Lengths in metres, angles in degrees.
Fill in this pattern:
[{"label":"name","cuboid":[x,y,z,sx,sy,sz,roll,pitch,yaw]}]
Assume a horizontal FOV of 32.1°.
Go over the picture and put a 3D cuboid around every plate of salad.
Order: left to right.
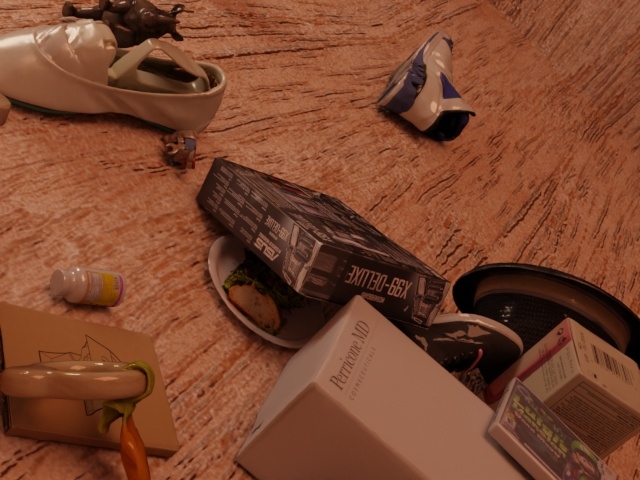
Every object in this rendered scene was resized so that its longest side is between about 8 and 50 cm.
[{"label":"plate of salad","cuboid":[-0.067,0.063,1.534,0.200,0.048,0.200,31,31,-21]}]

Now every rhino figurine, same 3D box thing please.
[{"label":"rhino figurine","cuboid":[-0.278,-0.323,1.639,0.106,0.073,0.243,3,4,-43]}]

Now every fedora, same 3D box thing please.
[{"label":"fedora","cuboid":[0.350,0.176,1.754,0.334,0.334,0.152,33,61,-20]}]

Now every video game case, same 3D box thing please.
[{"label":"video game case","cuboid":[0.301,0.273,1.420,0.190,0.022,0.173,44,21,4]}]

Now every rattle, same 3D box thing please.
[{"label":"rattle","cuboid":[-0.270,0.178,1.103,0.200,0.142,0.130,0,17,-32]}]

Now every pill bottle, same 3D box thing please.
[{"label":"pill bottle","cuboid":[-0.271,0.053,1.293,0.083,0.043,0.043,11,42,-44]}]

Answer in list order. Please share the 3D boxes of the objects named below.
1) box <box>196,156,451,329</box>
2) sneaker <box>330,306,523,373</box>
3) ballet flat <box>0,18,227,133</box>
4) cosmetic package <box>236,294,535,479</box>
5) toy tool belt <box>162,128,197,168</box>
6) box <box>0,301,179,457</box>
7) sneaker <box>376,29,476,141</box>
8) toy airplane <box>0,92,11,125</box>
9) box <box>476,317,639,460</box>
[{"label":"box","cuboid":[0.000,0.000,1.553,0.242,0.076,0.307,17,15,-40]},{"label":"sneaker","cuboid":[0.161,0.181,1.578,0.296,0.104,0.147,9,45,-18]},{"label":"ballet flat","cuboid":[-0.294,-0.245,1.567,0.400,0.139,0.139,8,45,-46]},{"label":"cosmetic package","cuboid":[0.142,0.305,1.363,0.453,0.161,0.230,40,28,-5]},{"label":"toy tool belt","cuboid":[-0.207,-0.131,1.622,0.051,0.052,0.083,3,36,-7]},{"label":"box","cuboid":[-0.256,0.152,1.206,0.201,0.021,0.164,17,38,-38]},{"label":"sneaker","cuboid":[0.238,-0.304,2.344,0.182,0.127,0.315,43,35,-9]},{"label":"toy airplane","cuboid":[-0.535,-0.252,1.192,0.384,0.272,0.386,39,-9,-30]},{"label":"box","cuboid":[0.337,0.250,1.606,0.149,0.232,0.127,33,30,-19]}]
